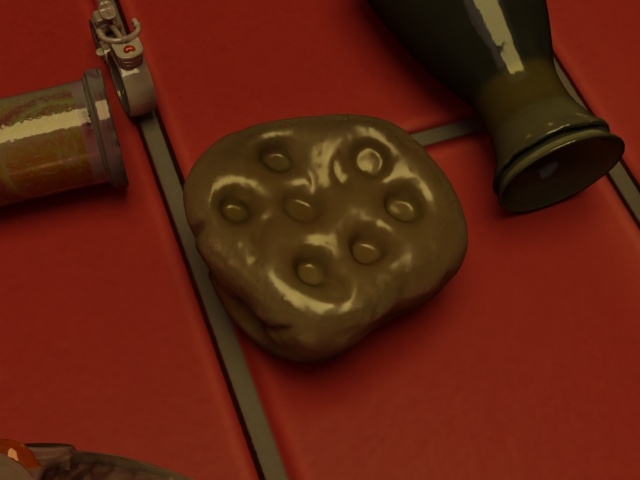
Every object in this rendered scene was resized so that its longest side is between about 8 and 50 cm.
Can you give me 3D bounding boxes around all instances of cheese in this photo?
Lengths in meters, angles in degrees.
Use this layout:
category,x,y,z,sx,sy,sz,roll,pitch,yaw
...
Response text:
category,x,y,z,sx,sy,sz,roll,pitch,yaw
cheese,0.000,0.000,0.875,0.235,0.117,0.218,15,59,6

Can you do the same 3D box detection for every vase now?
category,x,y,z,sx,sy,sz,roll,pitch,yaw
vase,0.154,-0.189,0.982,0.173,0.173,0.321,-17,63,-13

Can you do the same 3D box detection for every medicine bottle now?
category,x,y,z,sx,sy,sz,roll,pitch,yaw
medicine bottle,-0.382,-0.046,0.897,0.426,0.108,0.108,-15,59,-10

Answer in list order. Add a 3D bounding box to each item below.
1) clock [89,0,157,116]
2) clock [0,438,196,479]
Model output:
category,x,y,z,sx,sy,sz,roll,pitch,yaw
clock,-0.189,-0.178,1.002,0.041,0.087,0.129,-20,53,-15
clock,-0.135,0.262,0.561,0.376,0.368,0.251,30,91,-5
